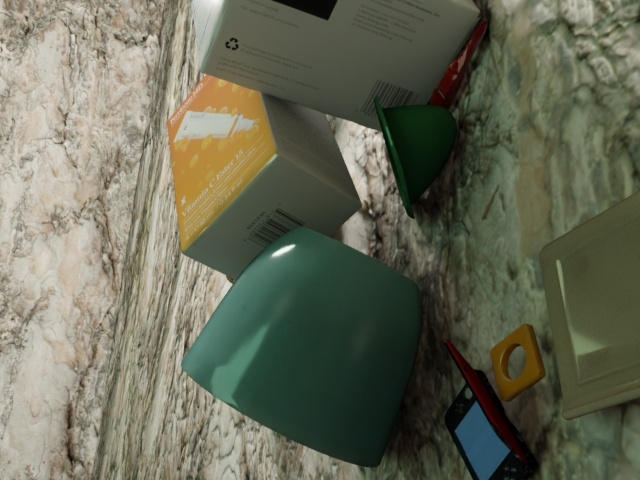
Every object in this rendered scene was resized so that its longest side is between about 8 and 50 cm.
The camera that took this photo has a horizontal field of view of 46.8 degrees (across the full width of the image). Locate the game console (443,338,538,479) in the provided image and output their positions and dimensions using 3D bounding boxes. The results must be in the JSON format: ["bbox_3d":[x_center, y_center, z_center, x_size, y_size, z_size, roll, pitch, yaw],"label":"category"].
[{"bbox_3d":[0.165,0.203,0.814,0.124,0.085,0.144,-63,28,26],"label":"game console"}]

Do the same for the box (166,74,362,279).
[{"bbox_3d":[-0.103,-0.126,1.160,0.215,0.168,0.345,-44,38,22],"label":"box"}]

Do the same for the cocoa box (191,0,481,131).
[{"bbox_3d":[0.009,-0.346,1.099,0.231,0.347,0.228,-60,29,33],"label":"cocoa box"}]

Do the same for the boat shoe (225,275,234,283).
[{"bbox_3d":[-0.119,-0.035,1.504,0.120,0.122,0.324,-121,41,-49],"label":"boat shoe"}]

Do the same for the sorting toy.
[{"bbox_3d":[0.287,0.055,0.683,0.347,0.047,0.196,-41,38,51],"label":"sorting toy"}]

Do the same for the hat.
[{"bbox_3d":[0.182,-0.151,1.027,0.173,0.183,0.209,-101,-8,-53],"label":"hat"}]

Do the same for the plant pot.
[{"bbox_3d":[0.000,0.123,0.988,0.235,0.293,0.293,-63,25,-4],"label":"plant pot"}]

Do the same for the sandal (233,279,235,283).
[{"bbox_3d":[-0.143,0.085,1.458,0.060,0.090,0.220,18,118,42],"label":"sandal"}]
